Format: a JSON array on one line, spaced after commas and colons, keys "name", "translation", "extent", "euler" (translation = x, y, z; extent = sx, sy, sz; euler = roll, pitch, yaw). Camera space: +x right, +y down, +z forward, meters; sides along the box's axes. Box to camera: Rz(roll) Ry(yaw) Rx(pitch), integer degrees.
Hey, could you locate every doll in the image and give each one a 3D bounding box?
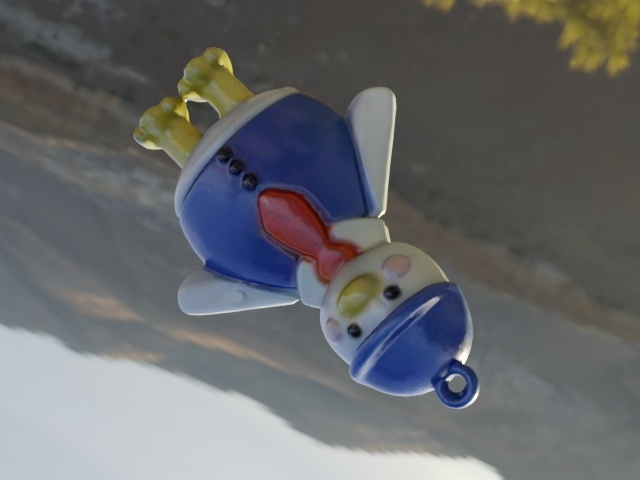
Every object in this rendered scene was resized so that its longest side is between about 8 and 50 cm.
[{"name": "doll", "translation": [0.000, 0.000, 0.512], "extent": [0.143, 0.099, 0.058], "euler": [48, -171, 18]}]
